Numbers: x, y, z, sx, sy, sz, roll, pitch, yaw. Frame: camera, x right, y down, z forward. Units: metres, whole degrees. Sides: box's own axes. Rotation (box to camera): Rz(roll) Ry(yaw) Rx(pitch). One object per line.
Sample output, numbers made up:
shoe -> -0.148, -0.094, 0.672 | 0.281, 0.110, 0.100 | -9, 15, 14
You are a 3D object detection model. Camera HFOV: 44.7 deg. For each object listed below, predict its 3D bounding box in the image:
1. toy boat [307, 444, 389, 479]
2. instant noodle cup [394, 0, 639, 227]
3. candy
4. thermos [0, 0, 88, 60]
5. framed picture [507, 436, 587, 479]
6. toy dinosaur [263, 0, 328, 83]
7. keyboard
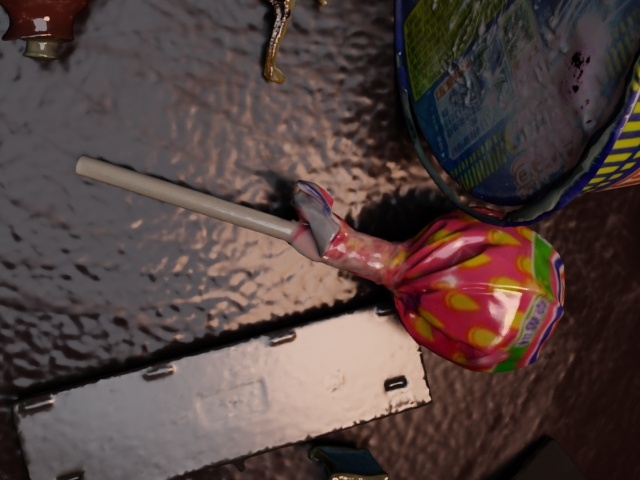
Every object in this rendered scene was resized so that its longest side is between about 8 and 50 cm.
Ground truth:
toy boat -> 0.014, 0.257, 0.624 | 0.077, 0.075, 0.185 | -7, 105, -15
instant noodle cup -> 0.248, -0.159, 0.537 | 0.312, 0.284, 0.284 | -4, 100, -21
candy -> 0.000, 0.000, 0.569 | 0.365, 0.124, 0.124 | 18, 94, -2
thermos -> -0.175, -0.233, 0.494 | 0.124, 0.099, 0.232 | -12, 106, -51
framed picture -> 0.220, 0.383, 0.653 | 0.265, 0.016, 0.347 | -41, 93, -23
toy dinosaur -> -0.027, -0.207, 0.561 | 0.058, 0.037, 0.180 | -14, 103, -16
keyboard -> -0.068, 0.128, 0.610 | 0.317, 0.027, 0.106 | -13, 98, -12
